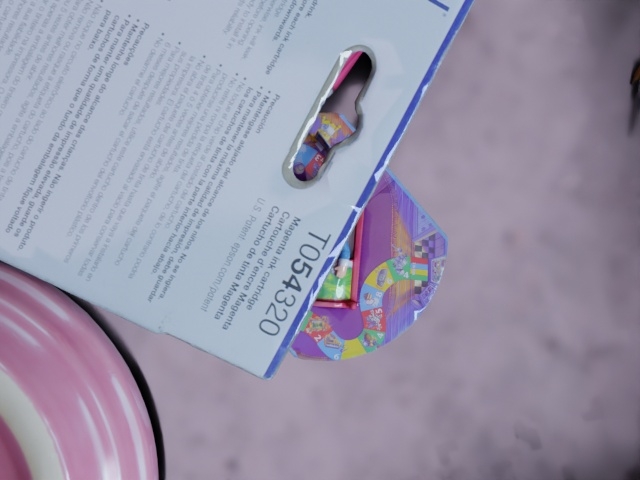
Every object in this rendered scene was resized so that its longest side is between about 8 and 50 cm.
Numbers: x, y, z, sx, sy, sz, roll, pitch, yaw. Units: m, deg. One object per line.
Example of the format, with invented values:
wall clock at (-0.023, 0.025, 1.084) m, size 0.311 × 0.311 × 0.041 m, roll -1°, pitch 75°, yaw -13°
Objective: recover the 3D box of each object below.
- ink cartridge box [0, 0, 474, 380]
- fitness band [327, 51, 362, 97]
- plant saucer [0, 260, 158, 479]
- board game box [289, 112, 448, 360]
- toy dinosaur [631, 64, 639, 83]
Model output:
ink cartridge box at (-0.103, -0.130, 0.611) m, size 0.330 × 0.071 × 0.324 m, roll 28°, pitch 94°, yaw -14°
fitness band at (-0.037, -0.213, 0.679) m, size 0.209 × 0.054 × 0.291 m, roll 33°, pitch 92°, yaw 2°
plant saucer at (-0.276, 0.168, 0.683) m, size 0.332 × 0.084 × 0.332 m, roll 0°, pitch 93°, yaw 1°
board game box at (0.000, 0.000, 0.693) m, size 0.133 × 0.033 × 0.169 m, roll -40°, pitch 91°, yaw 2°
toy dinosaur at (0.270, -0.106, 0.677) m, size 0.112 × 0.064 × 0.211 m, roll 5°, pitch 103°, yaw -13°
